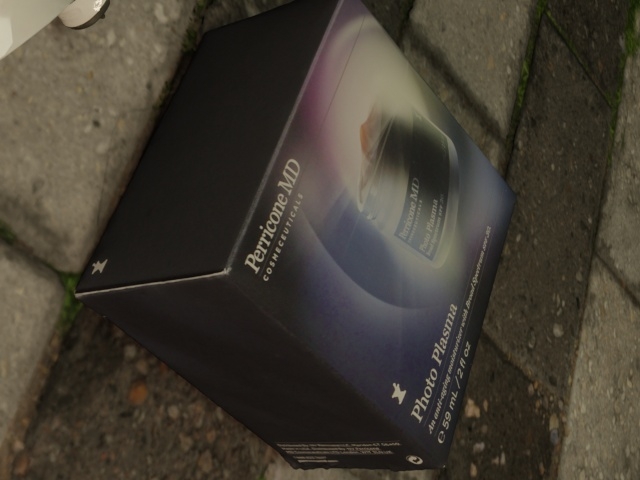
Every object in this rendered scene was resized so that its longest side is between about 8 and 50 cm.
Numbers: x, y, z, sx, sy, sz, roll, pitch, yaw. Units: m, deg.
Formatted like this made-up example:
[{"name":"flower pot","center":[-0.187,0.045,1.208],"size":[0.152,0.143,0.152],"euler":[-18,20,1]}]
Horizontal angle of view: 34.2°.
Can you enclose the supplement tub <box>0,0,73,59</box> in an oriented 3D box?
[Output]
[{"name":"supplement tub","center":[-0.293,-0.220,0.543],"size":[0.316,0.228,0.228],"euler":[58,45,-25]}]

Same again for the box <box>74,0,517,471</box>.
[{"name":"box","center":[0.000,0.000,0.892],"size":[0.294,0.183,0.296],"euler":[44,52,-34]}]

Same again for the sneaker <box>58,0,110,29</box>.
[{"name":"sneaker","center":[-0.192,-0.287,0.794],"size":[0.106,0.078,0.234],"euler":[27,65,-47]}]
